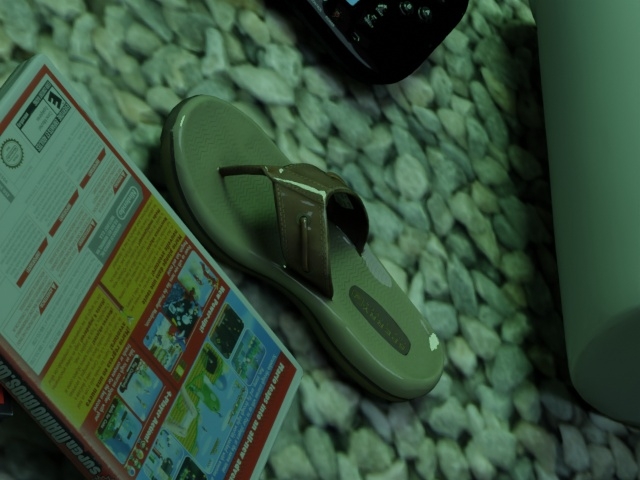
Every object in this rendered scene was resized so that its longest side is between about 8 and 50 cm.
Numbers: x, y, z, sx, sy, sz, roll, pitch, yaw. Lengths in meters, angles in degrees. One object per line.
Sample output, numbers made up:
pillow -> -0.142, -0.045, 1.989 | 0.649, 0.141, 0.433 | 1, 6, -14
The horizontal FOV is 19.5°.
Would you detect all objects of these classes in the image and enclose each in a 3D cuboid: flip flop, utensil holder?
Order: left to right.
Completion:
flip flop -> 0.000, 0.000, 1.299 | 0.277, 0.080, 0.112 | 47, 42, -13
utensil holder -> 0.336, -0.074, 1.495 | 0.327, 0.327, 0.385 | 22, 55, -34

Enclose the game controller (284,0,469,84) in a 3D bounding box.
game controller -> -0.014, -0.270, 1.458 | 0.319, 0.067, 0.166 | 49, 42, -10

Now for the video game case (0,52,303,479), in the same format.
video game case -> -0.127, 0.047, 1.143 | 0.285, 0.025, 0.204 | 52, 34, -20

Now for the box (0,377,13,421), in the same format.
box -> -0.286, 0.019, 1.034 | 0.233, 0.044, 0.159 | 11, 60, -40
